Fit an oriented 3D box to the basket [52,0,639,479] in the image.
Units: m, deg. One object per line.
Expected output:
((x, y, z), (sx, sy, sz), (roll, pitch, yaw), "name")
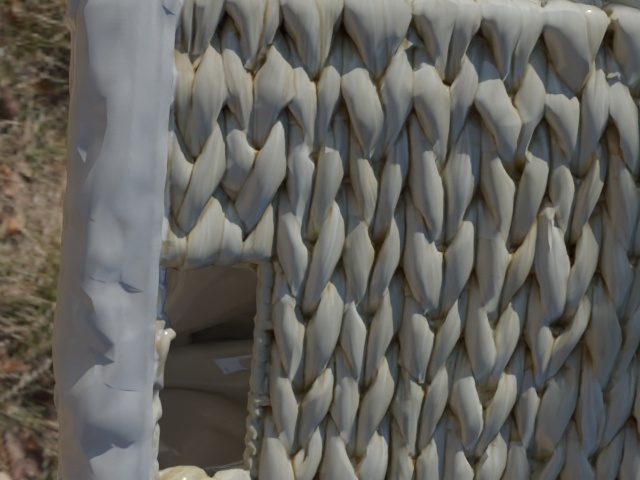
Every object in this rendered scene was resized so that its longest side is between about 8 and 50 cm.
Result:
((0.000, 0.000, 0.649), (0.267, 0.331, 0.328), (0, 111, -12), "basket")
